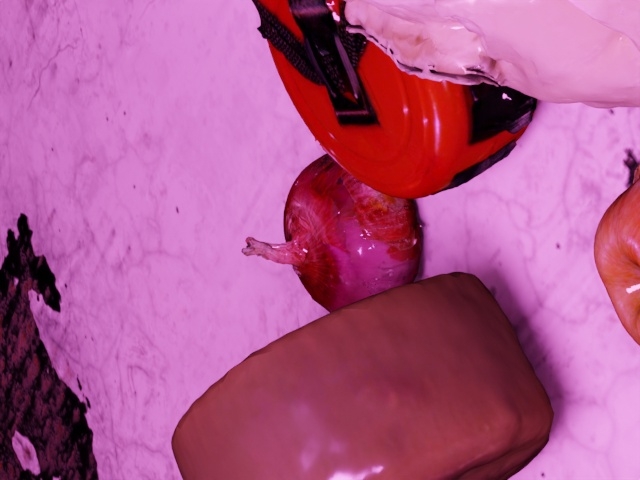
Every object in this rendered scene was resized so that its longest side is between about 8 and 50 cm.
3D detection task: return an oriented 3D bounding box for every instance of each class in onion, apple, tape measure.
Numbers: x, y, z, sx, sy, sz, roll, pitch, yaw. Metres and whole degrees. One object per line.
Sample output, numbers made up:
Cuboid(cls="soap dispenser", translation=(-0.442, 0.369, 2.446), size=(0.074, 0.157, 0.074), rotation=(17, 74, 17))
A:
Cuboid(cls="onion", translation=(0.000, 0.000, 1.306), size=(0.150, 0.140, 0.150), rotation=(14, 108, 52))
Cuboid(cls="apple", translation=(0.245, 0.013, 0.968), size=(0.146, 0.130, 0.146), rotation=(162, 90, -83))
Cuboid(cls="tape measure", translation=(0.054, -0.156, 1.156), size=(0.253, 0.114, 0.260), rotation=(2, 119, 62))

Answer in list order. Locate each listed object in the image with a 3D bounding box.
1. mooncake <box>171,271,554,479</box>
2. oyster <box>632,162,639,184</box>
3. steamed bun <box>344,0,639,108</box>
Cuboid(cls="mooncake", translation=(0.036, 0.153, 1.183), size=(0.156, 0.284, 0.284), rotation=(62, 142, 16))
Cuboid(cls="oyster", translation=(0.246, -0.059, 1.045), size=(0.093, 0.034, 0.051), rotation=(-5, 112, 43))
Cuboid(cls="steamed bun", translation=(0.184, -0.227, 0.916), size=(0.394, 0.237, 0.347), rotation=(-28, 49, 33))
